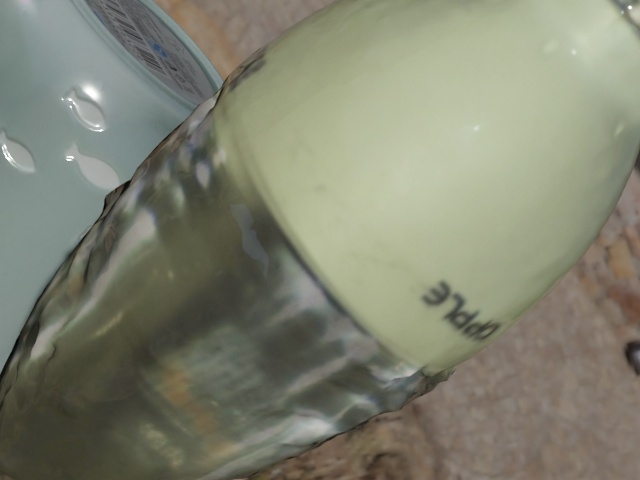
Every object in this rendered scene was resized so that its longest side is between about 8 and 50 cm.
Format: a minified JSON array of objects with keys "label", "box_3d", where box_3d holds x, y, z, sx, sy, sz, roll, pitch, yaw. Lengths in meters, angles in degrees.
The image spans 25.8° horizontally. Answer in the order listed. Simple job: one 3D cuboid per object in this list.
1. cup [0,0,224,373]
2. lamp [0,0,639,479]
[{"label":"cup","box_3d":[-0.189,-0.043,1.124,0.357,0.274,0.259,35,20,-35]},{"label":"lamp","box_3d":[0.000,0.000,0.370,0.101,0.250,0.101,44,19,-20]}]
